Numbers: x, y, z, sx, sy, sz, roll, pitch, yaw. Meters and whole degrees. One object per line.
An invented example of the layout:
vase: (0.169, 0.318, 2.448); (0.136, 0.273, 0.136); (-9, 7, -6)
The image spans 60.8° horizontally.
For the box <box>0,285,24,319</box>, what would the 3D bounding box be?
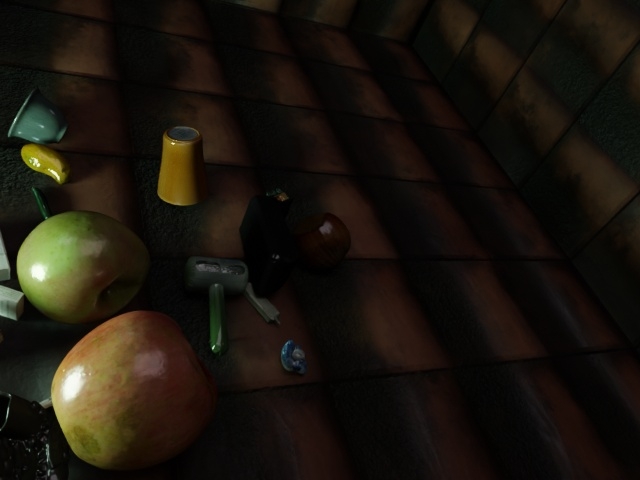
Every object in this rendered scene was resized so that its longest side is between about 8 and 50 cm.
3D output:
box: (-0.871, 0.151, 1.445); (0.154, 0.084, 0.040); (22, 42, -8)

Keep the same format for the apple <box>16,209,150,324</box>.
apple: (-0.649, 0.066, 1.487); (0.277, 0.319, 0.319); (39, 42, 21)

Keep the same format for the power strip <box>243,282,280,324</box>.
power strip: (-0.193, 0.208, 1.789); (0.191, 0.030, 0.047); (46, 42, 20)

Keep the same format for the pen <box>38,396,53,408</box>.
pen: (-0.668, 0.401, 1.343); (0.239, 0.028, 0.028); (-24, 62, -41)

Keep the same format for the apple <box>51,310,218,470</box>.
apple: (-0.432, 0.355, 1.277); (0.364, 0.364, 0.364); (15, 43, -14)

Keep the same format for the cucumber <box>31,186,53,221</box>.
cucumber: (-0.884, -0.109, 1.740); (0.033, 0.036, 0.184); (-17, 59, -30)

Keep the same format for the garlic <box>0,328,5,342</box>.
garlic: (-0.867, 0.195, 1.342); (0.207, 0.207, 0.257); (27, 45, -1)

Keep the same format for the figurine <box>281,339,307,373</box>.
figurine: (-0.081, 0.350, 1.668); (0.114, 0.079, 0.114); (36, 37, -32)

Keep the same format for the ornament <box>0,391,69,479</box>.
ornament: (-0.684, 0.439, 1.165); (0.260, 0.106, 0.251); (28, 30, -45)

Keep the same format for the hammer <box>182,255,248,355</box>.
hammer: (-0.318, 0.202, 1.682); (0.206, 0.119, 0.336); (6, 52, -23)

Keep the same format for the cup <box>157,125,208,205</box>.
cup: (-0.498, -0.275, 1.959); (0.182, 0.264, 0.226); (-7, 40, -23)

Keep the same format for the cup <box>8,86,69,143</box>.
cup: (-0.973, -0.411, 1.915); (0.150, 0.199, 0.199); (30, 38, -26)

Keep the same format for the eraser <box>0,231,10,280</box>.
eraser: (-0.962, 0.025, 1.537); (0.124, 0.068, 0.210); (-9, 53, -38)

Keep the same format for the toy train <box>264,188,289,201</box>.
toy train: (-0.181, -0.167, 2.170); (0.103, 0.044, 0.064); (-26, 74, -43)

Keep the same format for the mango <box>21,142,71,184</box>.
mango: (-0.924, -0.266, 1.848); (0.190, 0.075, 0.098); (34, 60, -2)

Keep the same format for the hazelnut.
hazelnut: (-0.001, 0.002, 2.005); (0.210, 0.210, 0.186); (-2, 26, -29)

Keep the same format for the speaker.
speaker: (-0.155, 0.001, 1.890); (0.184, 0.180, 0.388); (7, 39, -26)
